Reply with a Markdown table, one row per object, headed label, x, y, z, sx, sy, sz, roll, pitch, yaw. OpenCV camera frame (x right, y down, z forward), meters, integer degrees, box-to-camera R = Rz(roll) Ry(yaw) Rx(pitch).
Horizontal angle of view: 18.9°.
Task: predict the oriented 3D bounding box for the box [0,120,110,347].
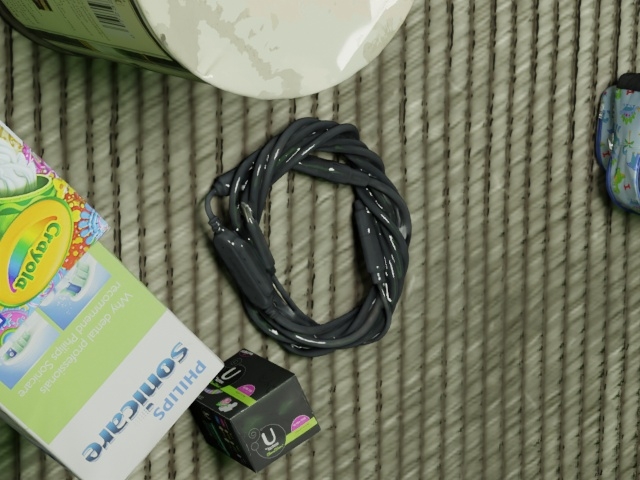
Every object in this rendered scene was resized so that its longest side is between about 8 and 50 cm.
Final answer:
| label | x | y | z | sx | sy | sz | roll | pitch | yaw |
| --- | --- | --- | --- | --- | --- | --- | --- | --- | --- |
| box | -0.317 | -0.003 | 0.942 | 0.290 | 0.177 | 0.279 | -49 | 120 | -8 |

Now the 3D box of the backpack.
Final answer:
| label | x | y | z | sx | sy | sz | roll | pitch | yaw |
| --- | --- | --- | --- | --- | --- | --- | --- | --- | --- |
| backpack | 0.277 | -0.074 | 1.557 | 0.105 | 0.084 | 0.114 | 6 | 92 | -30 |

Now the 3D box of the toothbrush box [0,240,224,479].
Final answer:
| label | x | y | z | sx | sy | sz | roll | pitch | yaw |
| --- | --- | --- | --- | --- | --- | --- | --- | --- | --- |
| toothbrush box | -0.226 | 0.012 | 1.218 | 0.122 | 0.206 | 0.283 | -51 | 120 | -11 |

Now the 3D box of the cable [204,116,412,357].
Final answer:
| label | x | y | z | sx | sy | sz | roll | pitch | yaw |
| --- | --- | --- | --- | --- | --- | --- | --- | --- | --- |
| cable | 0.000 | 0.000 | 1.444 | 0.150 | 0.047 | 0.184 | -43 | 115 | -21 |

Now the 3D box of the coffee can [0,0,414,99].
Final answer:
| label | x | y | z | sx | sy | sz | roll | pitch | yaw |
| --- | --- | --- | --- | --- | --- | --- | --- | --- | --- |
| coffee can | -0.087 | -0.202 | 1.212 | 0.202 | 0.275 | 0.201 | -7 | 104 | -29 |

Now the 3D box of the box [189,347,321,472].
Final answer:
| label | x | y | z | sx | sy | sz | roll | pitch | yaw |
| --- | --- | --- | --- | --- | --- | --- | --- | --- | --- |
| box | -0.051 | 0.124 | 1.412 | 0.062 | 0.083 | 0.052 | -33 | 114 | -20 |
